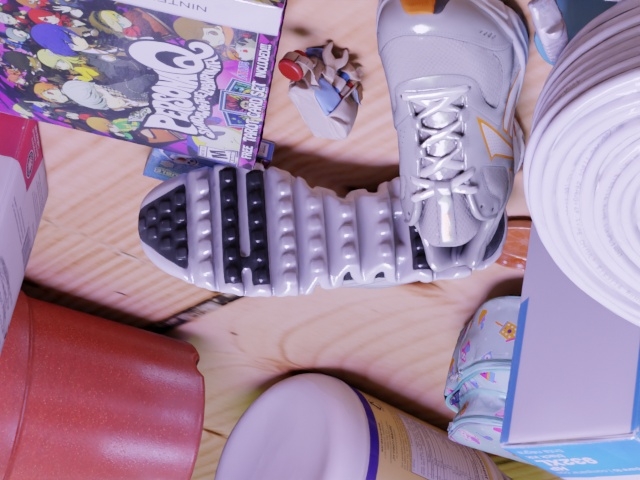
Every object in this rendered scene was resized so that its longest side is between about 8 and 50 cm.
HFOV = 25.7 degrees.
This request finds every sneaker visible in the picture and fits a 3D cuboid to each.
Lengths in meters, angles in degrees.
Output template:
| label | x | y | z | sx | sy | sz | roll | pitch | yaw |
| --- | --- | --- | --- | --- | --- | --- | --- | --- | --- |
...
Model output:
| label | x | y | z | sx | sy | sz | roll | pitch | yaw |
| --- | --- | --- | --- | --- | --- | --- | --- | --- | --- |
| sneaker | 0.092 | -0.066 | 0.951 | 0.099 | 0.121 | 0.262 | 2 | 154 | 17 |
| sneaker | 0.000 | 0.000 | 1.138 | 0.292 | 0.110 | 0.118 | 2 | 169 | 0 |

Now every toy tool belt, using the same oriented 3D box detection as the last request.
| label | x | y | z | sx | sy | sz | roll | pitch | yaw |
| --- | --- | --- | --- | --- | --- | --- | --- | --- | --- |
| toy tool belt | 0.003 | -0.113 | 0.988 | 0.052 | 0.051 | 0.083 | 12 | 148 | 38 |

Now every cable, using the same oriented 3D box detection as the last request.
| label | x | y | z | sx | sy | sz | roll | pitch | yaw |
| --- | --- | --- | --- | --- | --- | --- | --- | --- | --- |
| cable | 0.250 | -0.036 | 0.841 | 0.257 | 0.089 | 0.257 | 5 | 137 | 23 |

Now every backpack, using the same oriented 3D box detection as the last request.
| label | x | y | z | sx | sy | sz | roll | pitch | yaw |
| --- | --- | --- | --- | --- | --- | --- | --- | --- | --- |
| backpack | 0.203 | 0.130 | 1.300 | 0.166 | 0.144 | 0.188 | 17 | 152 | 1 |

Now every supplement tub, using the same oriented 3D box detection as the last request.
| label | x | y | z | sx | sy | sz | roll | pitch | yaw |
| --- | --- | --- | --- | --- | --- | --- | --- | --- | --- |
| supplement tub | 0.068 | 0.314 | 1.627 | 0.331 | 0.241 | 0.241 | 29 | 150 | -33 |

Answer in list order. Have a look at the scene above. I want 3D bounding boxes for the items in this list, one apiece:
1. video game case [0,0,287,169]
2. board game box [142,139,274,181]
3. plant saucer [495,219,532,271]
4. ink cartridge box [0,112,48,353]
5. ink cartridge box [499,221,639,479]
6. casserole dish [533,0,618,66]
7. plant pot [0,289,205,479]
| label | x | y | z | sx | sy | sz | roll | pitch | yaw |
| --- | --- | --- | --- | --- | --- | --- | --- | --- | --- |
| video game case | -0.134 | -0.138 | 0.985 | 0.210 | 0.041 | 0.232 | 14 | 155 | -3 |
| board game box | -0.092 | -0.066 | 1.147 | 0.090 | 0.020 | 0.090 | 16 | 155 | -11 |
| plant saucer | 0.175 | 0.003 | 1.190 | 0.084 | 0.013 | 0.083 | 9 | 154 | 4 |
| ink cartridge box | -0.305 | 0.019 | 1.155 | 0.100 | 0.237 | 0.172 | 12 | 155 | -1 |
| ink cartridge box | 0.298 | 0.104 | 1.104 | 0.307 | 0.223 | 0.129 | 29 | 150 | -34 |
| casserole dish | 0.226 | -0.117 | 0.887 | 0.188 | 0.037 | 0.114 | -3 | 152 | 26 |
| plant pot | -0.280 | 0.183 | 1.501 | 0.265 | 0.272 | 0.272 | 12 | 157 | -23 |
